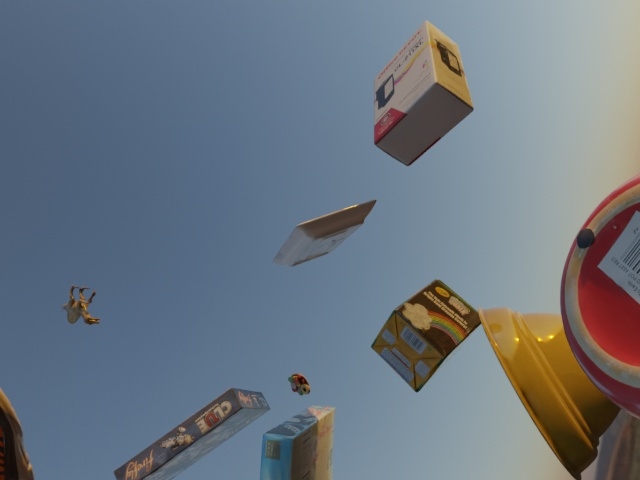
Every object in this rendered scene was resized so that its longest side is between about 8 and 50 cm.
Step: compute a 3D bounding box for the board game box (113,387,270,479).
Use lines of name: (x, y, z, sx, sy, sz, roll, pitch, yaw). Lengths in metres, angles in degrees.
board game box: (-0.225, 0.364, 0.842, 0.243, 0.042, 0.165, -35, -24, -2)

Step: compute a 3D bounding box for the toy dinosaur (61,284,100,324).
toy dinosaur: (-0.615, 0.160, 1.142, 0.053, 0.183, 0.092, 26, -104, -53)

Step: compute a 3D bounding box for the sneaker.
sneaker: (-0.613, 0.363, 0.766, 0.180, 0.125, 0.320, -26, -56, -46)

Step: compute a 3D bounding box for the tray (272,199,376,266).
tray: (0.000, 0.000, 0.836, 0.145, 0.270, 0.030, -20, -99, -19)

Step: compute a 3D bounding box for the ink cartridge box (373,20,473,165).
ink cartridge box: (0.143, -0.219, 0.677, 0.072, 0.127, 0.175, 26, -134, -23)

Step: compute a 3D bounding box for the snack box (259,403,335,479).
snack box: (-0.035, 0.441, 0.885, 0.322, 0.060, 0.186, 37, -125, -71)

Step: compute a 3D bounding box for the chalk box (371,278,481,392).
chalk box: (0.318, 0.247, 1.287, 0.289, 0.180, 0.179, -24, -33, -42)

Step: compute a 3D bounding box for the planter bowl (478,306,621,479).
planter bowl: (0.285, 0.155, 0.541, 0.217, 0.090, 0.217, 48, -160, -24)

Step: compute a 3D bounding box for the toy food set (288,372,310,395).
toy food set: (-0.075, 0.509, 1.613, 0.020, 0.083, 0.083, -28, -85, -54)

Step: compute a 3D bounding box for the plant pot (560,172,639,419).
plant pot: (0.275, 0.046, 0.295, 0.174, 0.191, 0.191, 12, -90, -13)
